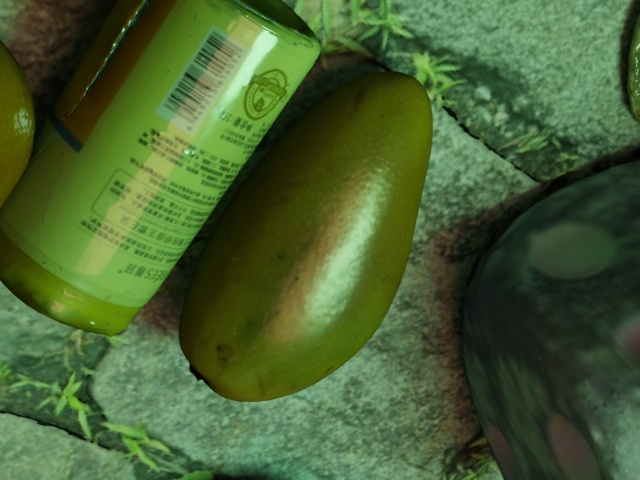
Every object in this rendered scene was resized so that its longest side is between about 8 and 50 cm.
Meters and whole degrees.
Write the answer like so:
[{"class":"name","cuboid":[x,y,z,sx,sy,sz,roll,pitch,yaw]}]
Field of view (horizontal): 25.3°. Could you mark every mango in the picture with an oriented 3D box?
[{"class":"mango","cuboid":[0.000,0.000,0.967,0.138,0.113,0.253,25,100,-33]}]

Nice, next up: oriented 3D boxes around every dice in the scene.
[{"class":"dice","cuboid":[0.279,0.114,1.081,0.270,0.271,0.270,-22,130,-12]}]

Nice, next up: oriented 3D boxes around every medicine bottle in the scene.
[{"class":"medicine bottle","cuboid":[-0.110,-0.056,0.864,0.124,0.124,0.239,26,107,-37]}]

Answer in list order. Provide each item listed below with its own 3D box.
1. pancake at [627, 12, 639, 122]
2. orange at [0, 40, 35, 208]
[{"class":"pancake","cuboid":[0.293,-0.147,1.071,0.158,0.028,0.158,-11,125,-17]},{"class":"orange","cuboid":[-0.233,-0.057,0.788,0.124,0.156,0.156,32,108,6]}]
